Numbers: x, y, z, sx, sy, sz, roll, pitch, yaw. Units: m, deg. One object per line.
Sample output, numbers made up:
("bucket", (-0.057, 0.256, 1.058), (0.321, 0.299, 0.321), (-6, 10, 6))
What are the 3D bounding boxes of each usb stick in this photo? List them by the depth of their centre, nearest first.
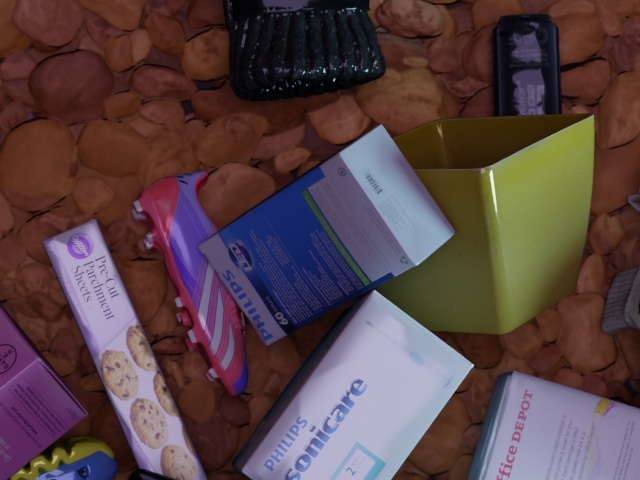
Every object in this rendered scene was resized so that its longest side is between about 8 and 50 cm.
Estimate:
("usb stick", (0.231, -0.112, 1.960), (0.077, 0.045, 0.278), (-1, 84, 2))

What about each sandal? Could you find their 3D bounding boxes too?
("sandal", (-0.341, 0.317, 1.837), (0.317, 0.126, 0.138), (-33, 90, 1))

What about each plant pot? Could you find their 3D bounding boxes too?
("plant pot", (0.158, -0.014, 1.843), (0.212, 0.212, 0.187), (-26, 111, -46))

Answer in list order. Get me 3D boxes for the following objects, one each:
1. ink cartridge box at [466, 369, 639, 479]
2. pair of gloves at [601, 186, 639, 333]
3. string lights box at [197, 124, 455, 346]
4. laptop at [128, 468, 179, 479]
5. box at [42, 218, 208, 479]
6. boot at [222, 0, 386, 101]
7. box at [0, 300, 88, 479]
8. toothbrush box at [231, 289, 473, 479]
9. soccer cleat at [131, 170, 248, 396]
("ink cartridge box", (0.275, 0.243, 1.899), (0.212, 0.093, 0.154), (17, 82, -4))
("pair of gloves", (0.373, -0.015, 1.880), (0.042, 0.204, 0.240), (21, 82, -17))
("string lights box", (0.000, 0.000, 1.794), (0.077, 0.260, 0.133), (-37, 94, -42))
("laptop", (-0.031, 0.446, 1.709), (0.382, 0.408, 0.236), (17, 65, 7))
("box", (-0.205, 0.138, 1.888), (0.067, 0.063, 0.324), (-22, 86, -8))
("boot", (0.048, -0.302, 1.921), (0.348, 0.131, 0.260), (-15, 78, 5))
("box", (-0.401, 0.161, 1.793), (0.243, 0.117, 0.213), (-39, 50, -7))
("toothbrush box", (0.023, 0.179, 1.785), (0.126, 0.295, 0.216), (37, 81, 1))
("soccer cleat", (-0.120, 0.044, 1.900), (0.095, 0.083, 0.248), (-23, 83, -11))
